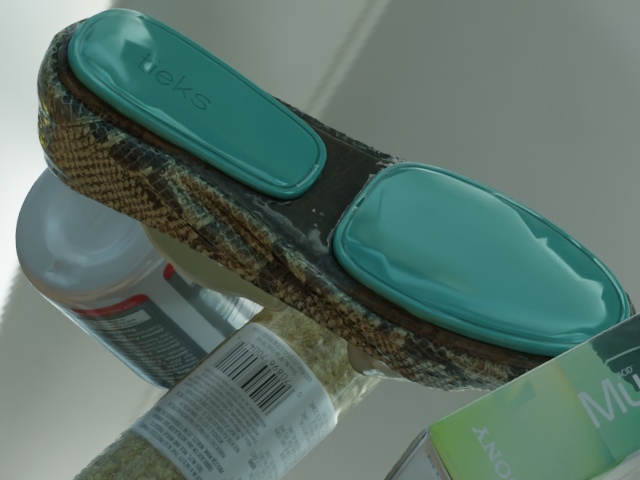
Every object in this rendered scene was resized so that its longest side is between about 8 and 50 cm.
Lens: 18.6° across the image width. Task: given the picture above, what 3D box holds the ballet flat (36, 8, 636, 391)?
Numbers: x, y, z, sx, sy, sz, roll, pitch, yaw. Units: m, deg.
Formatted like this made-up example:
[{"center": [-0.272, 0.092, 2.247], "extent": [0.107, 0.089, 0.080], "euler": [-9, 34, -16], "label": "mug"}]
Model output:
[{"center": [0.000, 0.000, 1.438], "extent": [0.483, 0.164, 0.182], "euler": [29, -41, 12], "label": "ballet flat"}]

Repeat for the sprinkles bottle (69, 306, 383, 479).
[{"center": [-0.089, 0.168, 1.581], "extent": [0.121, 0.355, 0.121], "euler": [41, -22, 20], "label": "sprinkles bottle"}]

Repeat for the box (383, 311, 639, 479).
[{"center": [0.176, 0.064, 0.937], "extent": [0.058, 0.322, 0.232], "euler": [59, -16, 12], "label": "box"}]

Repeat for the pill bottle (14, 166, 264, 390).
[{"center": [-0.135, 0.039, 1.735], "extent": [0.161, 0.161, 0.283], "euler": [29, -12, 33], "label": "pill bottle"}]
